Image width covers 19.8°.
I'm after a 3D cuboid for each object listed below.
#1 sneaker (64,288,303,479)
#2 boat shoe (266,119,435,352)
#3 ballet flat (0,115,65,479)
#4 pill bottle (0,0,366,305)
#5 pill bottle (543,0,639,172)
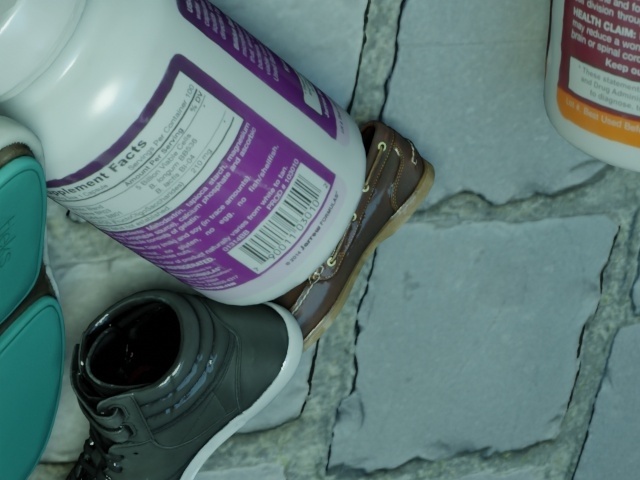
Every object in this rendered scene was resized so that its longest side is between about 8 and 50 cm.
[{"bbox_3d":[-0.155,0.144,1.348,0.296,0.104,0.147,-49,142,12],"label":"sneaker"},{"bbox_3d":[0.000,0.000,1.414,0.073,0.073,0.207,38,85,-39],"label":"boat shoe"},{"bbox_3d":[-0.247,0.036,1.222,0.139,0.139,0.400,-21,150,-21],"label":"ballet flat"},{"bbox_3d":[-0.121,-0.090,1.221,0.301,0.169,0.169,36,94,-40],"label":"pill bottle"},{"bbox_3d":[0.288,-0.262,1.344,0.224,0.224,0.392,-14,123,-25],"label":"pill bottle"}]
